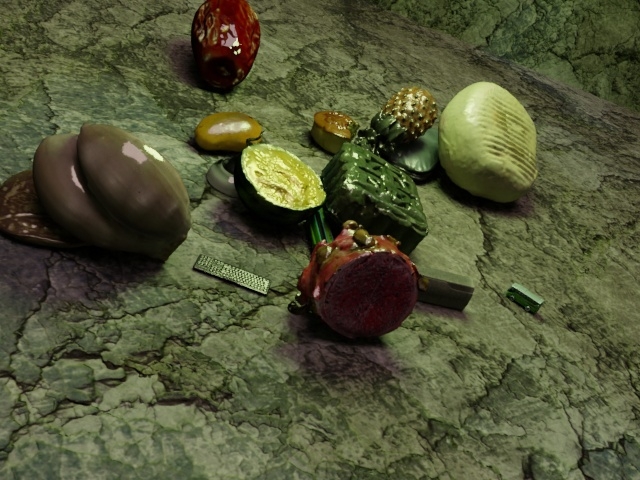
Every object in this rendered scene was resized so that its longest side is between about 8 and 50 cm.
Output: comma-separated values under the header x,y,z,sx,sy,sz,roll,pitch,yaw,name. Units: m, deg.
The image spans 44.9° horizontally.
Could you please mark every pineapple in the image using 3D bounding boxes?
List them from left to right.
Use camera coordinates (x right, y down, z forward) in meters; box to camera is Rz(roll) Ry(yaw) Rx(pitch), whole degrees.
x,y,z,sx,sy,sz,roll,pitch,yaw,name
0.183,-0.298,2.120,0.310,0.141,0.170,-42,28,-27,pineapple

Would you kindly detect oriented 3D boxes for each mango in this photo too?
x,y,z,sx,sy,sz,roll,pitch,yaw,name
-0.233,-0.271,1.939,0.178,0.090,0.115,-5,47,-24,mango

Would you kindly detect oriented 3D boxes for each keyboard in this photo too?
x,y,z,sx,sy,sz,roll,pitch,yaw,name
-0.174,0.067,1.531,0.155,0.010,0.053,20,33,-4,keyboard

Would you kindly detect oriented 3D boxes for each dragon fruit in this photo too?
x,y,z,sx,sy,sz,roll,pitch,yaw,name
0.059,0.075,1.488,0.282,0.211,0.147,-9,27,-14,dragon fruit

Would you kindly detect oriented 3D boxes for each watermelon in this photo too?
x,y,z,sx,sy,sz,roll,pitch,yaw,name
-0.108,-0.118,1.735,0.232,0.127,0.204,39,37,6,watermelon

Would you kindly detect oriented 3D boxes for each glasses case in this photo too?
x,y,z,sx,sy,sz,roll,pitch,yaw,name
0.227,0.097,1.678,0.205,0.070,0.047,14,36,-14,glasses case

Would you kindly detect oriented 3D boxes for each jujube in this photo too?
x,y,z,sx,sy,sz,roll,pitch,yaw,name
-0.277,-0.579,2.258,0.223,0.223,0.318,13,42,-15,jujube

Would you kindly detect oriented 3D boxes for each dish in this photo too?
x,y,z,sx,sy,sz,roll,pitch,yaw,name
-0.190,-0.168,1.813,0.141,0.078,0.141,16,31,-10,dish

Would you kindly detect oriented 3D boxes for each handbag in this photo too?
x,y,z,sx,sy,sz,roll,pitch,yaw,name
0.278,-0.273,2.276,0.192,0.075,0.332,28,35,15,handbag

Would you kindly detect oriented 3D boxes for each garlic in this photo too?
x,y,z,sx,sy,sz,roll,pitch,yaw,name
-0.392,-0.137,1.448,0.246,0.231,0.340,-11,56,-50,garlic

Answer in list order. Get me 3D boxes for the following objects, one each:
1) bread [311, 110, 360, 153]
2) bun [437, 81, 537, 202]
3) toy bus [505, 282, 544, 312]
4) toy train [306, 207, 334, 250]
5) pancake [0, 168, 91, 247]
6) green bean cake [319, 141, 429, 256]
x,y,z,sx,sy,sz,roll,pitch,yaw,name
0.034,-0.309,2.157,0.125,0.086,0.156,24,31,6,bread
0.467,-0.269,2.214,0.361,0.213,0.361,15,67,-40,bun
0.476,0.134,1.807,0.083,0.037,0.031,36,33,22,toy bus
0.000,0.000,1.707,0.042,0.044,0.209,11,33,-18,toy train
-0.509,-0.063,1.500,0.250,0.031,0.250,16,33,-11,pancake
0.124,-0.092,1.811,0.241,0.132,0.255,30,28,-20,green bean cake
